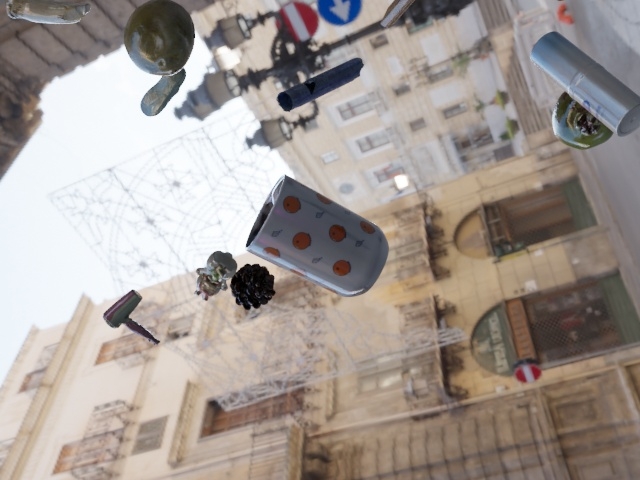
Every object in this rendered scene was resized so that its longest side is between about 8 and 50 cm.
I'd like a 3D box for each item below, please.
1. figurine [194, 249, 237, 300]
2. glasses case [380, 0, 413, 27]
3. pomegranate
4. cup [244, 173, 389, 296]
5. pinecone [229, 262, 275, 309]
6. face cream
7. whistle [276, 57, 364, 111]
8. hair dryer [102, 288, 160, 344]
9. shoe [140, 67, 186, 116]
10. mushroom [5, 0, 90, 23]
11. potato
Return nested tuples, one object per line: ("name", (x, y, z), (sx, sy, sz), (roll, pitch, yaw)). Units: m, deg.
("figurine", (-0.260, 0.093, 1.602), (0.081, 0.146, 0.098), (45, -156, 11))
("glasses case", (0.230, -0.666, 1.976), (0.041, 0.170, 0.065), (29, -110, -13))
("pomegranate", (0.725, -0.323, 1.913), (0.179, 0.179, 0.211), (56, -145, -39))
("cup", (0.000, 0.000, 1.740), (0.317, 0.212, 0.212), (27, -148, -11))
("pinecone", (-0.192, 0.131, 2.019), (0.140, 0.120, 0.140), (12, -108, -39))
("face cream", (0.503, -0.299, 1.322), (0.250, 0.077, 0.077), (57, -173, 36))
("whistle", (0.008, -0.434, 1.938), (0.304, 0.062, 0.062), (-33, -73, -35))
("hair dryer", (-0.472, 0.212, 1.808), (0.154, 0.106, 0.054), (49, 180, -13))
("shoe", (-0.468, -0.456, 2.143), (0.079, 0.195, 0.078), (47, -159, 14))
("mushroom", (-0.679, -0.580, 1.754), (0.084, 0.209, 0.071), (-66, -17, -62))
("potato", (-0.409, -0.517, 1.790), (0.160, 0.178, 0.235), (19, -144, -48))
